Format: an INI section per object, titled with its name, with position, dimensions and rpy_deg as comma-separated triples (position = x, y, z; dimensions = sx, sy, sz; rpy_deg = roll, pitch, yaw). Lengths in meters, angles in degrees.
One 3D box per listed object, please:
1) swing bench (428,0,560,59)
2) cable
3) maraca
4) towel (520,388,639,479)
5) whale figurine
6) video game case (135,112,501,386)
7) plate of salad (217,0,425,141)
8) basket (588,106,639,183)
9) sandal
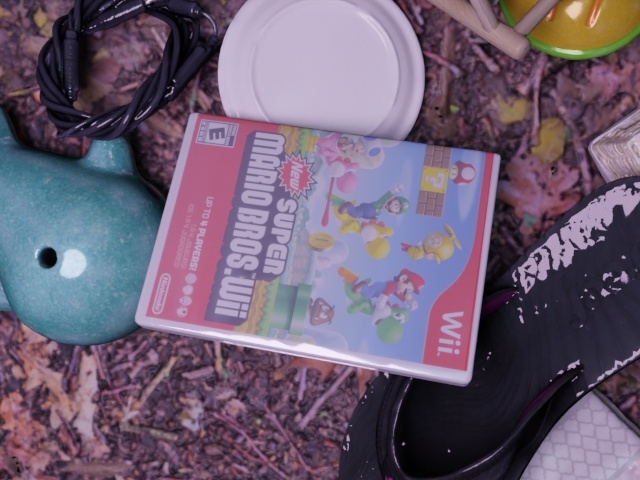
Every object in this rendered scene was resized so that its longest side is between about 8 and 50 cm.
[swing bench]
position = 0.137, -0.328, 0.592
dimensions = 0.253, 0.165, 0.254
rpy_deg = -46, 46, 1
[cable]
position = -0.196, -0.172, 0.678
dimensions = 0.151, 0.047, 0.184
rpy_deg = 31, 73, 13
[maraca]
position = 0.219, -0.241, 0.654
dimensions = 0.127, 0.099, 0.185
rpy_deg = -31, 65, 2
[towel]
position = 0.243, 0.344, 0.712
dimensions = 0.332, 0.053, 0.317
rpy_deg = -44, 90, 7
[whale figurine]
position = -0.261, -0.019, 0.679
dimensions = 0.272, 0.141, 0.216
rpy_deg = 42, 96, 3
[video game case]
position = 0.000, 0.000, 0.625
dimensions = 0.285, 0.025, 0.204
rpy_deg = 9, 73, 8
[plate of salad]
position = 0.001, -0.158, 0.698
dimensions = 0.200, 0.048, 0.199
rpy_deg = 0, 93, -6
[basket]
position = 0.345, -0.052, 0.651
dimensions = 0.113, 0.103, 0.167
rpy_deg = -34, 92, 7
[sandal]
position = 0.142, 0.122, 0.627
dimensions = 0.167, 0.107, 0.445
rpy_deg = 49, 112, 30
